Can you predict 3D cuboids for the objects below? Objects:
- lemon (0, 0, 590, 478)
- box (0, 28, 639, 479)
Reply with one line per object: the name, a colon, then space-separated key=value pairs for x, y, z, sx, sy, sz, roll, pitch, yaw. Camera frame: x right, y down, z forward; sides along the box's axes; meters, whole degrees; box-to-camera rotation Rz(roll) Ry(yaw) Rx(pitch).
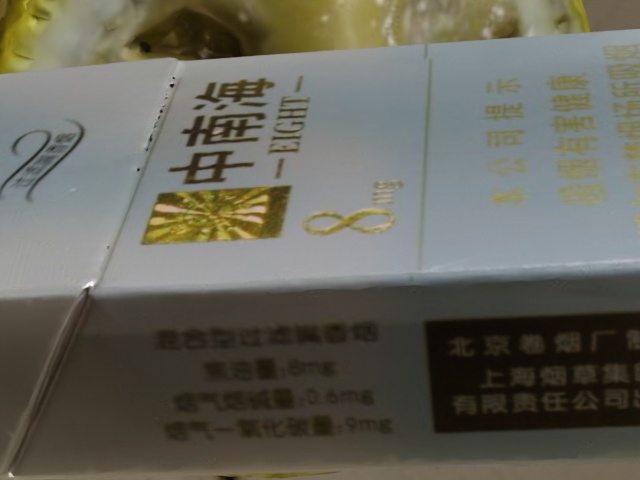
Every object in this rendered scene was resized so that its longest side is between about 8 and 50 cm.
lemon: x=-0.044 y=-0.073 z=0.833 sx=0.364 sy=0.364 sz=0.364 roll=4 pitch=-83 yaw=33
box: x=0.000 y=0.000 z=0.472 sx=0.242 sy=0.155 sz=0.067 roll=-3 pitch=-62 yaw=6
